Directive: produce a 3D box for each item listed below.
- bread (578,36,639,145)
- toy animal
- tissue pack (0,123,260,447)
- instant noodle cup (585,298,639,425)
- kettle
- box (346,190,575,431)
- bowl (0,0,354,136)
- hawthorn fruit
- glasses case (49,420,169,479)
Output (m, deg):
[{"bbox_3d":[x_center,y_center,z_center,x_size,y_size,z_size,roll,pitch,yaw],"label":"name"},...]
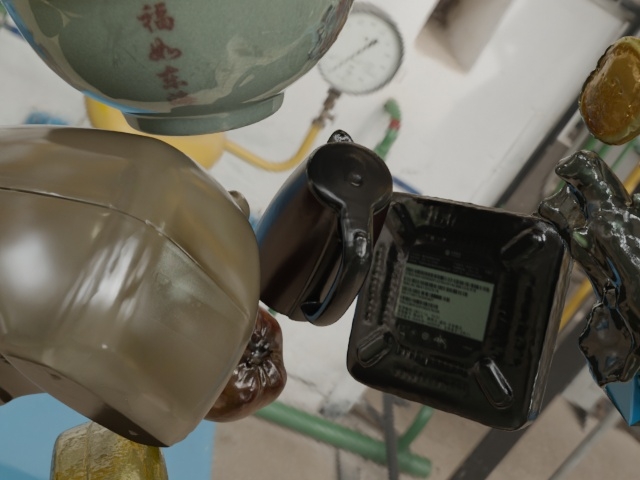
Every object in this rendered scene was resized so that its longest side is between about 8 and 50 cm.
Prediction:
[{"bbox_3d":[0.300,-0.149,0.988,0.024,0.110,0.110,2,36,-25],"label":"bread"},{"bbox_3d":[0.214,0.019,0.594,0.245,0.114,0.146,18,47,-40],"label":"toy animal"},{"bbox_3d":[-0.258,0.024,0.981,0.387,0.276,0.267,4,-28,32],"label":"tissue pack"},{"bbox_3d":[0.415,0.093,1.111,0.240,0.178,0.240,2,66,-5],"label":"instant noodle cup"},{"bbox_3d":[0.000,0.000,1.172,0.144,0.232,0.202,9,57,-13],"label":"kettle"},{"bbox_3d":[0.177,0.086,1.323,0.290,0.289,0.073,14,3,34],"label":"box"},{"bbox_3d":[-0.139,-0.233,1.090,0.435,0.196,0.435,-5,24,2],"label":"bowl"},{"bbox_3d":[-0.178,0.194,1.635,0.208,0.248,0.208,7,80,-43],"label":"hawthorn fruit"},{"bbox_3d":[-0.255,0.344,1.242,0.141,0.173,0.371,-18,26,-4],"label":"glasses case"}]
